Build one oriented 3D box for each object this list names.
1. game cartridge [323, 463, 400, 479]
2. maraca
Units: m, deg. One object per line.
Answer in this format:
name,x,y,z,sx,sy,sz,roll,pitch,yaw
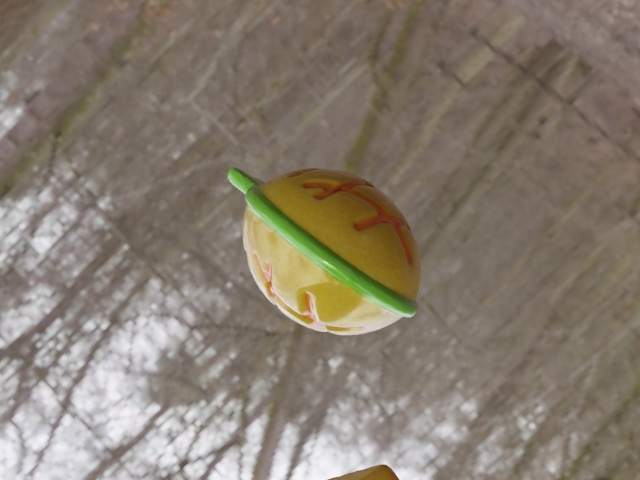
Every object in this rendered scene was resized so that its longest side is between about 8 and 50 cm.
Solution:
game cartridge,-0.121,0.254,0.779,0.052,0.324,0.285,57,153,2
maraca,0.000,0.000,0.867,0.127,0.099,0.186,36,-176,-28
